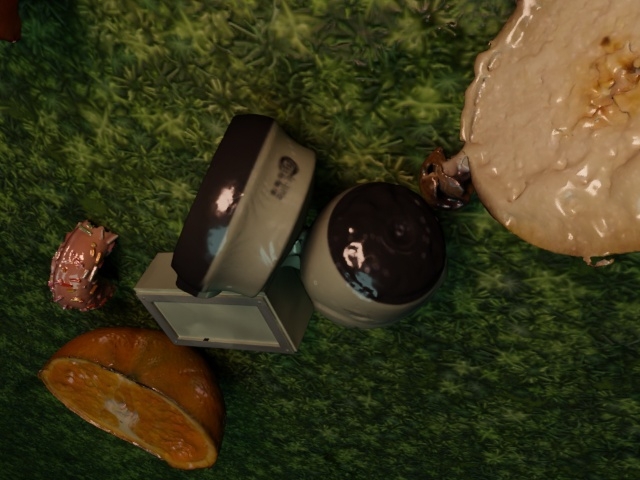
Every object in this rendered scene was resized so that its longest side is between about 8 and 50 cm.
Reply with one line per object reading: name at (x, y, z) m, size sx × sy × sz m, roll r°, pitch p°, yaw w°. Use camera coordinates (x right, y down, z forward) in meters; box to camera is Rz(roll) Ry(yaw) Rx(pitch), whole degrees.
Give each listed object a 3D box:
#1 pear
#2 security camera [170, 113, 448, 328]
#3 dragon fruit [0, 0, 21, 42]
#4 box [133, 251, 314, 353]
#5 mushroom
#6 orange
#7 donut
pear at (0.256, -0.099, 0.439) m, size 0.178 × 0.266 × 0.267 m, roll 8°, pitch 151°, yaw -36°
security camera at (0.000, 0.000, 0.647) m, size 0.277 × 0.197 × 0.191 m, roll 24°, pitch 150°, yaw -11°
dragon fruit at (-0.384, -0.276, 0.477) m, size 0.291 × 0.290 × 0.189 m, roll 13°, pitch 104°, yaw 12°
box at (-0.142, 0.089, 0.878) m, size 0.225 × 0.086 × 0.129 m, roll -1°, pitch 134°, yaw 27°
mushroom at (0.148, -0.107, 0.568) m, size 0.060 × 0.061 × 0.187 m, roll 27°, pitch 128°, yaw 6°
orange at (-0.308, 0.277, 1.037) m, size 0.310 × 0.274 × 0.274 m, roll 45°, pitch 149°, yaw 29°
donut at (-0.366, 0.056, 0.923) m, size 0.065 × 0.117 × 0.166 m, roll 21°, pitch 140°, yaw 9°
